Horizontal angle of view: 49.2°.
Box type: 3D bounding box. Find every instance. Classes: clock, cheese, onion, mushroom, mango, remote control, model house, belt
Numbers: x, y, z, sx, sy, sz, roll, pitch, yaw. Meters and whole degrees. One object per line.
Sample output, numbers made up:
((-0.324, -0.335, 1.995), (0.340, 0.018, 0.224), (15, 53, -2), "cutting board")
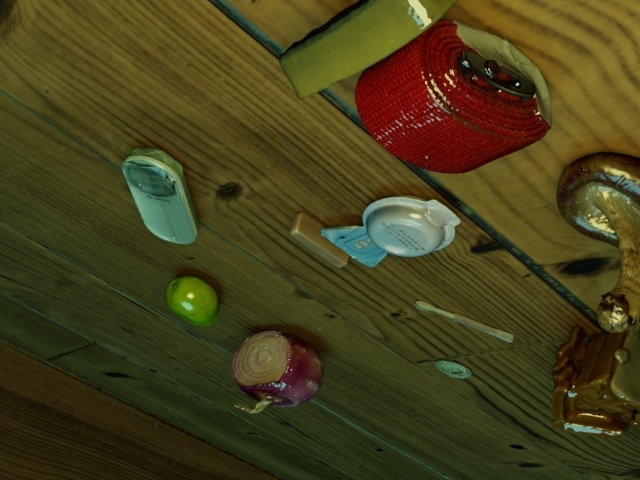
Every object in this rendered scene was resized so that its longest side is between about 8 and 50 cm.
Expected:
((0.284, 0.278, 1.509), (0.083, 0.010, 0.074), (29, 149, -15), "clock")
((0.111, -0.014, 1.086), (0.135, 0.052, 0.245), (37, 147, -23), "cheese")
((-0.089, 0.307, 1.628), (0.207, 0.200, 0.201), (-37, 123, 22), "onion")
((0.379, 0.022, 0.815), (0.227, 0.217, 0.148), (15, 149, 8), "mushroom")
((-0.280, 0.135, 1.527), (0.117, 0.089, 0.163), (18, 151, 4), "mango")
((-0.271, -0.073, 1.212), (0.104, 0.052, 0.247), (13, 149, 9), "remote control")
((0.483, 0.244, 1.163), (0.220, 0.199, 0.229), (38, 144, -7), "model house")
((0.149, -0.149, 0.732), (0.201, 0.127, 0.124), (8, 160, -34), "belt")

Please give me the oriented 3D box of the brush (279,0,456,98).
((0.053, -0.220, 0.700), (0.197, 0.123, 0.059), (-19, 113, 47), "brush")

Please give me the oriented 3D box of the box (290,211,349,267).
((0.000, 0.000, 1.177), (0.115, 0.048, 0.025), (34, 141, -24), "box")

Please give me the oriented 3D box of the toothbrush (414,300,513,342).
((0.267, 0.150, 1.303), (0.194, 0.014, 0.017), (19, 150, 0), "toothbrush")
